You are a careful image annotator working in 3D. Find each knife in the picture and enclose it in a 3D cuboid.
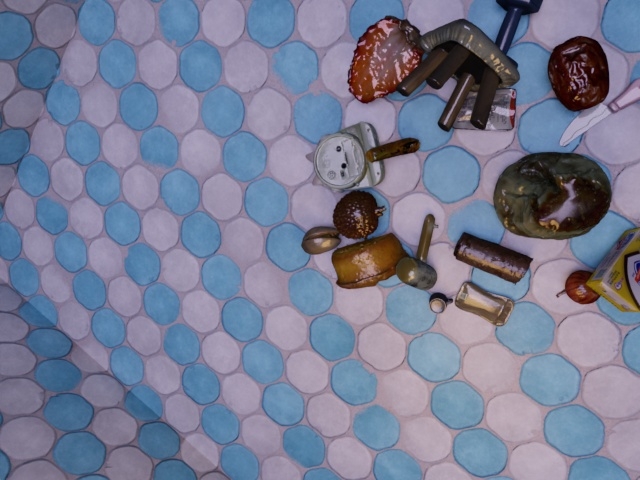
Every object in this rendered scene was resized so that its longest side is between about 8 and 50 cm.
[{"bbox_3d":[1.001,-0.460,1.643,0.335,0.043,0.081,-34,82,22],"label":"knife"}]

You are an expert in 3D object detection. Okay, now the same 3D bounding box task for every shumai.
[{"bbox_3d":[0.819,-0.143,1.604,0.396,0.323,0.325,0,101,17],"label":"shumai"}]

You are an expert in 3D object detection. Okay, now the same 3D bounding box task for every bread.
[{"bbox_3d":[0.189,0.094,1.916,0.339,0.179,0.195,-18,93,19],"label":"bread"}]

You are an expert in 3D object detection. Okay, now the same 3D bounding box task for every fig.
[{"bbox_3d":[0.973,0.187,1.721,0.128,0.128,0.151,18,131,14],"label":"fig"}]

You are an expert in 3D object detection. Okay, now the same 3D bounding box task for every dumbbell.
[{"bbox_3d":[0.666,-0.742,1.646,0.143,0.156,0.317,13,105,-15],"label":"dumbbell"}]

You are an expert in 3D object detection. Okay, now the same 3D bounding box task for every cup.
[{"bbox_3d":[0.496,0.258,1.899,0.100,0.077,0.078,-15,94,19],"label":"cup"}]

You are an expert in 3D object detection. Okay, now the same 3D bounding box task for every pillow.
[{"bbox_3d":[0.662,0.260,1.870,0.217,0.033,0.130,22,108,13],"label":"pillow"}]

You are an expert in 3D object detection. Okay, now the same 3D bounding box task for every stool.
[{"bbox_3d":[0.457,-0.551,1.581,0.310,0.310,0.226,34,89,-20],"label":"stool"}]

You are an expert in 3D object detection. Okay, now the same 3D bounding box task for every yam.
[{"bbox_3d":[0.663,0.070,1.793,0.279,0.131,0.131,23,105,13],"label":"yam"}]

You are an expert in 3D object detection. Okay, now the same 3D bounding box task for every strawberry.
[{"bbox_3d":[0.251,-0.691,1.796,0.265,0.149,0.336,45,119,-1],"label":"strawberry"}]

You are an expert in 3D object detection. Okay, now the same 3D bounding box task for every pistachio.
[{"bbox_3d":[0.000,0.000,1.999,0.184,0.124,0.125,-8,97,12],"label":"pistachio"}]

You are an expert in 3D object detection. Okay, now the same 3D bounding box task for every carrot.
[{"bbox_3d":[0.287,-0.356,1.811,0.228,0.069,0.069,-18,94,-20],"label":"carrot"}]

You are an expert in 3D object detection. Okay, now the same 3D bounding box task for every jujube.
[{"bbox_3d":[0.891,-0.576,1.595,0.183,0.183,0.243,-20,100,19],"label":"jujube"}]

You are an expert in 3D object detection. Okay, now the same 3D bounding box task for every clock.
[{"bbox_3d":[0.094,-0.328,1.914,0.323,0.108,0.266,-13,95,19],"label":"clock"}]

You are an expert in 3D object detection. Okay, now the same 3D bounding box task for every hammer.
[{"bbox_3d":[0.415,0.041,1.864,0.113,0.201,0.306,11,81,42],"label":"hammer"}]

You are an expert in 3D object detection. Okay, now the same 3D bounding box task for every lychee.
[{"bbox_3d":[0.157,-0.105,1.890,0.238,0.200,0.200,-11,96,31],"label":"lychee"}]

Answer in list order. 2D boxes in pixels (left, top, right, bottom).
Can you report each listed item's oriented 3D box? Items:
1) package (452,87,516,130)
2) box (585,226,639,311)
[{"bbox_3d":[0.619,-0.497,1.755,0.231,0.040,0.166,4,90,13],"label":"package"},{"bbox_3d":[1.096,0.102,1.621,0.168,0.097,0.265,42,83,8],"label":"box"}]
